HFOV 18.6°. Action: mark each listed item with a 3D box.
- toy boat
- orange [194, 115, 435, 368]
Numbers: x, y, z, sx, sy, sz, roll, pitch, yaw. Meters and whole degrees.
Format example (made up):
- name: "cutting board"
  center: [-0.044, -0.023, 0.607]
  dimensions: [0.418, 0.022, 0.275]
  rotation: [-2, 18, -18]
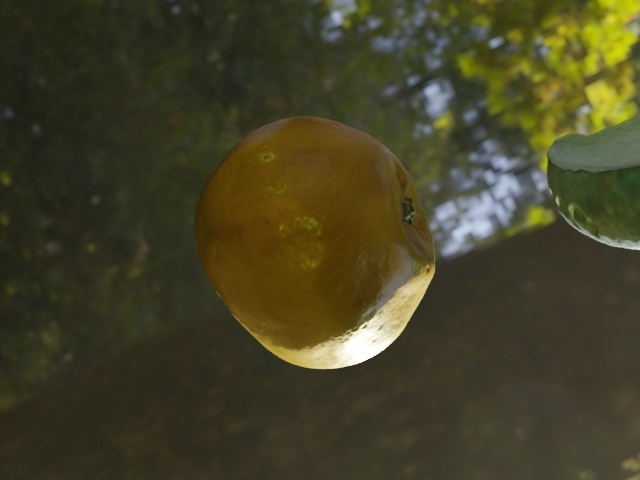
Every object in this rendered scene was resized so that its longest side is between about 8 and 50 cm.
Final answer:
- name: "toy boat"
  center: [0.351, -0.057, 2.021]
  dimensions: [0.330, 0.215, 0.123]
  rotation: [-123, -165, -78]
- name: "orange"
  center: [0.000, 0.000, 2.093]
  dimensions: [0.279, 0.235, 0.279]
  rotation: [51, 18, -24]
